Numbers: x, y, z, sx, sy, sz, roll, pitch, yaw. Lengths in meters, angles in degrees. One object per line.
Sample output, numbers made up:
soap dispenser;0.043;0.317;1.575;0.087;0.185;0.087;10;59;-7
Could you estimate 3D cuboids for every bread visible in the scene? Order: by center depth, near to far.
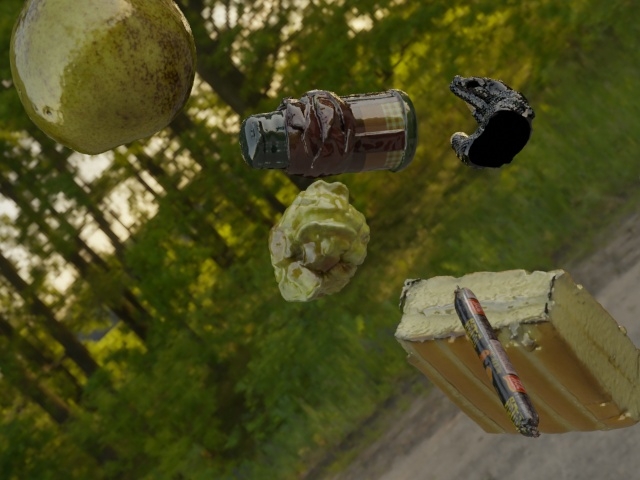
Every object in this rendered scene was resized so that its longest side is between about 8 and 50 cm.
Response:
bread;0.246;0.135;1.189;0.239;0.246;0.111;-14;44;45

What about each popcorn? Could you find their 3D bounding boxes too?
popcorn;-0.004;0.006;1.873;0.217;0.181;0.235;-49;-14;-52

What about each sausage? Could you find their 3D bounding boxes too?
sausage;0.155;0.105;0.875;0.025;0.028;0.198;-38;37;14

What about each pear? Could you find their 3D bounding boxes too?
pear;-0.230;-0.196;1.012;0.197;0.197;0.197;-44;5;5

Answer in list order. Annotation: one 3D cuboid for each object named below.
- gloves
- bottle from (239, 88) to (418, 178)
gloves;0.251;-0.185;1.451;0.181;0.106;0.129;-89;-1;-58
bottle;0.006;-0.167;1.521;0.271;0.143;0.156;-7;-13;-18
